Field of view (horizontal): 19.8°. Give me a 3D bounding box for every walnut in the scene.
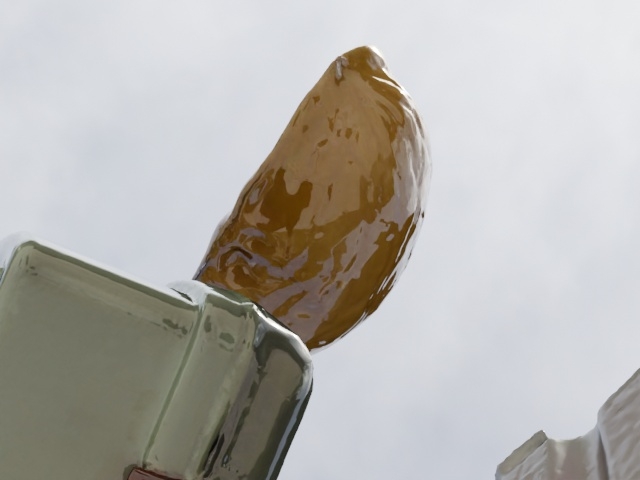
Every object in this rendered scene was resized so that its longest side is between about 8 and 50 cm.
[{"bbox_3d":[0.002,0.000,0.954,0.087,0.211,0.167,38,-131,8],"label":"walnut"}]

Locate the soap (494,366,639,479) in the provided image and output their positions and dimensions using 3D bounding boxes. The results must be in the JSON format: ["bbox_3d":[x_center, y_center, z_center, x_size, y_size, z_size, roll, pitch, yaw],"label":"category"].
[{"bbox_3d":[0.252,0.268,1.195,0.350,0.213,0.435,-38,-165,15],"label":"soap"}]

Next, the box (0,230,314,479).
[{"bbox_3d":[-0.102,0.105,0.722,0.129,0.148,0.210,24,-95,-13],"label":"box"}]
